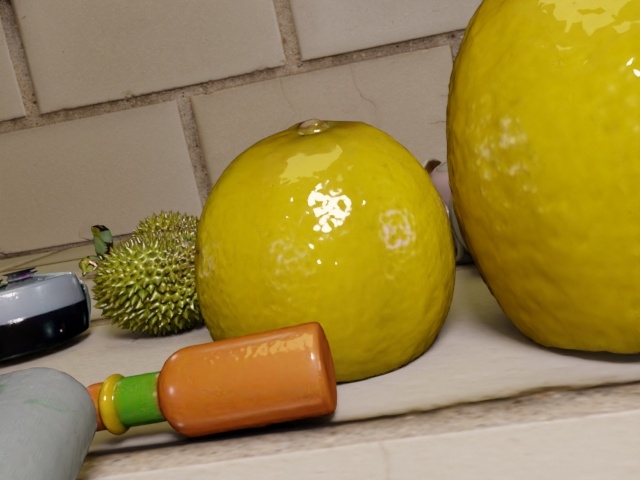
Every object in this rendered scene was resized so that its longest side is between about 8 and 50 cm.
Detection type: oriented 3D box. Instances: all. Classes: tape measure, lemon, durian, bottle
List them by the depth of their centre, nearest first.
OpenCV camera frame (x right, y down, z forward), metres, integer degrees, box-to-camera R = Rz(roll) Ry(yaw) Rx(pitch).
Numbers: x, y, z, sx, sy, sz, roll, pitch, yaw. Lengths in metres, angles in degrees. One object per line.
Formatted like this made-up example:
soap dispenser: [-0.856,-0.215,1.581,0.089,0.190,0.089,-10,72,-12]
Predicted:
bottle: [-0.084,0.107,0.501,0.187,0.069,0.069,-10,7,9]
lemon: [0.260,-0.101,0.568,0.364,0.364,0.364,-10,7,1]
lemon: [0.000,0.000,0.627,0.240,0.219,0.240,-7,10,1]
durian: [-0.194,0.048,0.854,0.198,0.146,0.159,-17,24,-6]
tape measure: [-0.392,0.096,0.888,0.181,0.107,0.182,-14,2,28]

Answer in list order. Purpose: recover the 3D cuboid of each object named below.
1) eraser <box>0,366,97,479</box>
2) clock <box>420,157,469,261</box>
eraser: [-0.215,0.145,0.342,0.174,0.081,0.227,-14,9,-8]
clock: [0.296,-0.075,0.984,0.326,0.184,0.342,-16,3,-12]
